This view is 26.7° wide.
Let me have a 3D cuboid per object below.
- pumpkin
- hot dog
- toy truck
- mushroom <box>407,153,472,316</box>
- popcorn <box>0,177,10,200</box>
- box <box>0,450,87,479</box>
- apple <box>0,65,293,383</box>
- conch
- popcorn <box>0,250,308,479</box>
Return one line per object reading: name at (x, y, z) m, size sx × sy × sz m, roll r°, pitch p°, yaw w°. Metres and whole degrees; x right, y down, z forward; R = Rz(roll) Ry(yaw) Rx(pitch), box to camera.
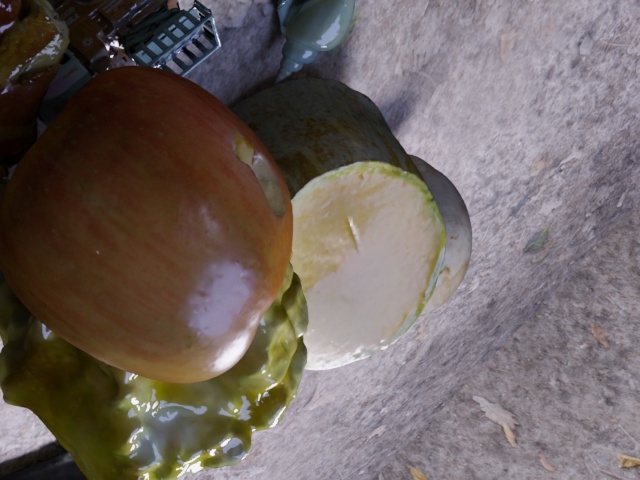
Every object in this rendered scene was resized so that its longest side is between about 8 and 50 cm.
pumpkin at (0.000, 0.000, 1.587) m, size 0.332 × 0.199 × 0.332 m, roll -20°, pitch 131°, yaw -25°
hot dog at (-0.286, -0.121, 1.095) m, size 0.146 × 0.103 × 0.213 m, roll 6°, pitch 126°, yaw -17°
toy truck at (-0.192, -0.169, 1.203) m, size 0.177 × 0.115 × 0.080 m, roll -41°, pitch 157°, yaw -14°
mushroom at (0.083, 0.003, 1.884) m, size 0.243 × 0.243 × 0.243 m, roll -39°, pitch 156°, yaw -21°
popcorn at (-0.321, -0.020, 1.236) m, size 0.097 × 0.109 × 0.089 m, roll -5°, pitch 114°, yaw -12°
box at (-0.375, 0.422, 1.861) m, size 0.350 × 0.091 × 0.359 m, roll -12°, pitch 140°, yaw -55°
apple at (-0.138, -0.008, 1.131) m, size 0.242 × 0.241 × 0.242 m, roll -51°, pitch -177°, yaw 4°
conch at (-0.011, -0.252, 1.487) m, size 0.180 × 0.088 × 0.065 m, roll -60°, pitch -161°, yaw 11°
popcorn at (-0.173, 0.076, 1.385) m, size 0.334 × 0.292 × 0.293 m, roll -48°, pitch 117°, yaw 0°
